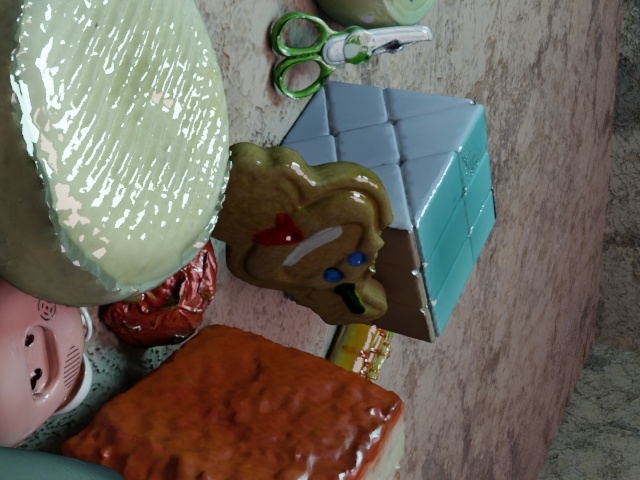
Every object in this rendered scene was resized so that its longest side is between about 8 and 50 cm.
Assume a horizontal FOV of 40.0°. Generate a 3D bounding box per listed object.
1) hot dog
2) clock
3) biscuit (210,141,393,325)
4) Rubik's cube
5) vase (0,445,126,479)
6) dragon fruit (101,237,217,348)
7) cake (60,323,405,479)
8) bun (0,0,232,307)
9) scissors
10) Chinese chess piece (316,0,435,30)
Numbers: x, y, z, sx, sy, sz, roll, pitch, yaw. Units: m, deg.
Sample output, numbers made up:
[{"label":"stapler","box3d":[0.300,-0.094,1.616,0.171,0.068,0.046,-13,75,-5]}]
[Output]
[{"label":"hot dog","box3d":[0.071,0.156,1.366,0.250,0.076,0.104,-68,153,-19]},{"label":"clock","box3d":[-0.247,0.092,0.711,0.162,0.093,0.165,-40,136,-54]},{"label":"biscuit","box3d":[-0.007,0.006,0.924,0.319,0.183,0.047,63,15,-51]},{"label":"Rubik's cube","box3d":[0.076,-0.043,1.115,0.231,0.221,0.224,-58,148,-31]},{"label":"vase","box3d":[-0.281,0.187,0.545,0.321,0.173,0.173,33,72,-40]},{"label":"dragon fruit","box3d":[-0.158,0.044,0.871,0.106,0.083,0.162,-4,108,-59]},{"label":"cake","box3d":[-0.085,0.276,0.874,0.269,0.270,0.319,-42,150,-50]},{"label":"bun","box3d":[-0.184,-0.093,0.672,0.287,0.146,0.287,-1,90,-64]},{"label":"scissors","box3d":[0.040,-0.233,1.050,0.204,0.027,0.101,-15,124,-18]},{"label":"Chinese chess piece","box3d":[0.076,-0.383,1.090,0.250,0.101,0.250,-34,131,-52]}]
